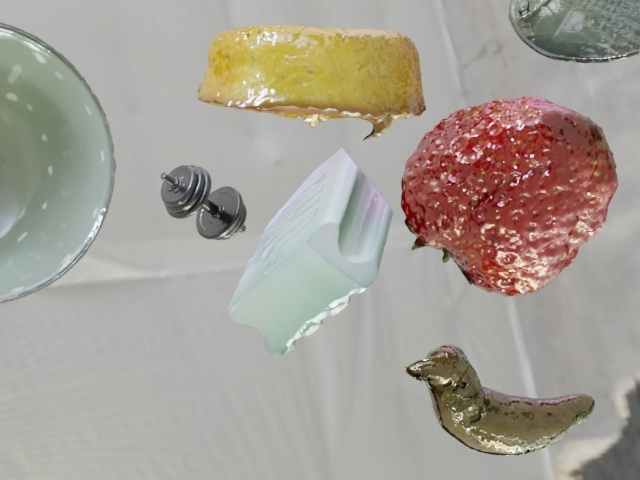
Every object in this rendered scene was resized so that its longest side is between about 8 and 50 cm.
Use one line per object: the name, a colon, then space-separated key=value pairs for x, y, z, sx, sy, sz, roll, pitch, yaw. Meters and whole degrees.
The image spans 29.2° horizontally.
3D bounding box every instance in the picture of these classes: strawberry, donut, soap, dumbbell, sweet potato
strawberry: x=0.254 y=-0.070 z=1.557 sx=0.257 sy=0.277 sz=0.257 roll=16 pitch=-119 yaw=-30
donut: x=-0.009 y=-0.171 z=1.318 sx=0.253 sy=0.253 sz=0.118 roll=-18 pitch=-71 yaw=-63
soap: x=0.000 y=0.000 z=1.803 sx=0.115 sy=0.208 sz=0.347 roll=45 pitch=-155 yaw=-12
dumbbell: x=-0.194 y=-0.062 z=2.054 sx=0.208 sy=0.099 sz=0.099 roll=35 pitch=-134 yaw=-44
sweet potato: x=0.227 y=0.224 z=1.651 sx=0.310 sy=0.124 sz=0.098 roll=22 pitch=-156 yaw=-24

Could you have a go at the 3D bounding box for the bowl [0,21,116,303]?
bowl: x=-0.425 y=-0.085 z=1.464 sx=0.337 sy=0.157 sz=0.337 roll=2 pitch=-96 yaw=-22

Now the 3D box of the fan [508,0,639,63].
fan: x=0.266 y=-0.267 z=1.207 sx=0.294 sy=0.223 sz=0.012 roll=46 pitch=167 yaw=48
